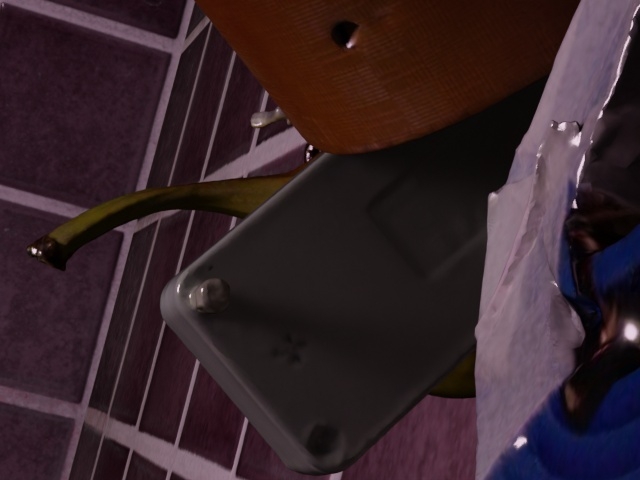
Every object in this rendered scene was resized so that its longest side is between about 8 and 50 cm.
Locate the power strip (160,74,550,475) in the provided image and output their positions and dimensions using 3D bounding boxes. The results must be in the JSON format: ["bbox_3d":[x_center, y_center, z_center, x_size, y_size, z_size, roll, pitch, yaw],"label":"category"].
[{"bbox_3d":[0.068,0.006,0.543,0.215,0.145,0.061,-41,5,-16],"label":"power strip"}]

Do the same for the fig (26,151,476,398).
[{"bbox_3d":[0.000,0.000,0.628,0.124,0.236,0.124,-174,90,-81],"label":"fig"}]

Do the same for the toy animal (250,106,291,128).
[{"bbox_3d":[0.006,-0.090,1.030,0.155,0.095,0.219,171,115,-71],"label":"toy animal"}]

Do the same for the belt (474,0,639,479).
[{"bbox_3d":[0.150,-0.054,0.319,0.212,0.117,0.347,-91,21,-47],"label":"belt"}]

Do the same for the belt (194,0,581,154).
[{"bbox_3d":[0.072,-0.145,0.507,0.261,0.105,0.184,-37,24,2],"label":"belt"}]

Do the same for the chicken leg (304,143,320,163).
[{"bbox_3d":[-0.032,0.026,1.167,0.093,0.053,0.205,-68,3,-67],"label":"chicken leg"}]
